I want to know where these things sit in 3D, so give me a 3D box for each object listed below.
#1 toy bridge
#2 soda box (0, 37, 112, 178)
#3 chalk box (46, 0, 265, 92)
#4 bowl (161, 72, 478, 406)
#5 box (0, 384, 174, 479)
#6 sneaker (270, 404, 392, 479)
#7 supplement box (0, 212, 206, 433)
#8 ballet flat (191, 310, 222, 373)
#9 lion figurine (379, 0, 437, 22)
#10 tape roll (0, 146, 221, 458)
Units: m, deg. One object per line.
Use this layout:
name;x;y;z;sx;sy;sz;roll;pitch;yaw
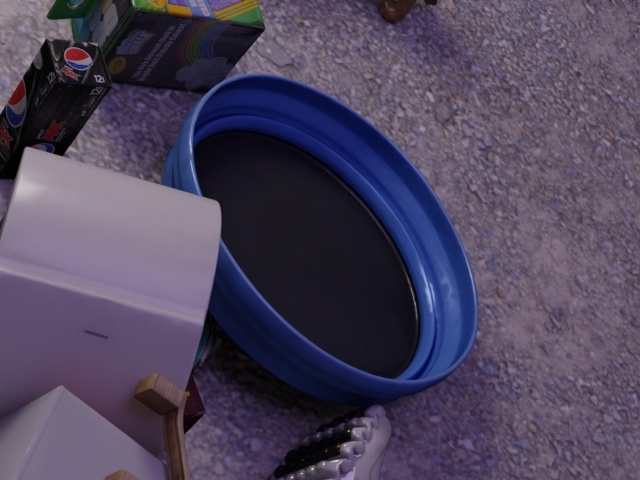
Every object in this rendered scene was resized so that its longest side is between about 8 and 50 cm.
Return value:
toy bridge;-0.126;0.188;1.081;0.063;0.026;0.188;39;44;-26
soda box;-0.267;-0.125;1.473;0.060;0.169;0.053;1;59;-35
chalk box;-0.193;-0.259;1.649;0.213;0.132;0.132;5;58;-35
bowl;0.000;0.000;1.599;0.391;0.077;0.391;29;39;-27
box;-0.160;0.303;1.167;0.345;0.215;0.168;42;43;-22
sneaker;0.002;0.278;1.440;0.118;0.110;0.292;48;46;-16
supplement box;-0.214;0.081;1.432;0.130;0.073;0.239;-6;63;-36
ballet flat;-0.115;0.088;1.525;0.041;0.041;0.114;18;52;-25
lion figurine;0.041;-0.441;1.870;0.392;0.240;0.142;22;49;-22
tape roll;-0.196;0.062;1.247;0.169;0.246;0.246;16;51;-13
